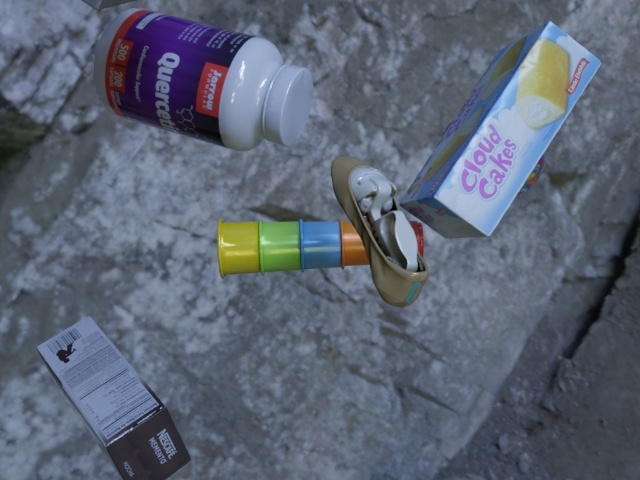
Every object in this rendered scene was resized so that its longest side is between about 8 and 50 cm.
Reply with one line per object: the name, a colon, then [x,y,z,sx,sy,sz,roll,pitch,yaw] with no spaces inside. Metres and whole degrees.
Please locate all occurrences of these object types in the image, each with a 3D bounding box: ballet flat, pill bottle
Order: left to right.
pill bottle: [-0.183,-0.251,1.229,0.323,0.181,0.181,17,69,16]
ballet flat: [0.079,-0.030,0.954,0.073,0.080,0.232,-58,45,48]

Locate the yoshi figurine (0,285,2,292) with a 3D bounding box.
yoshi figurine: [-0.753,0.052,1.458,0.203,0.203,0.362,-29,11,-30]

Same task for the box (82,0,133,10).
box: [-0.245,-0.358,0.911,0.103,0.114,0.203,-54,2,26]

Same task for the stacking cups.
stacking cups: [0.000,0.000,1.200,0.316,0.096,0.096,-5,42,-2]

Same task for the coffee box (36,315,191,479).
coffee box: [-0.376,0.295,1.390,0.119,0.168,0.297,-33,46,-24]

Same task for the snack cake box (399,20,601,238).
snack cake box: [0.224,-0.133,0.989,0.264,0.089,0.152,-56,10,-7]

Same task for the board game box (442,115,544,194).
board game box: [0.272,-0.133,1.235,0.033,0.168,0.133,-53,-19,-46]
